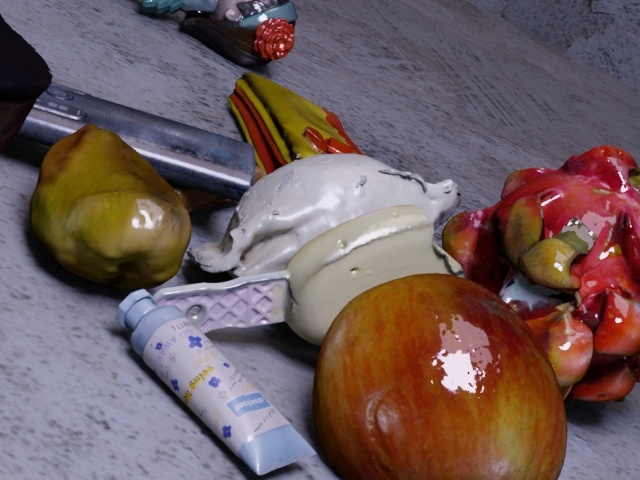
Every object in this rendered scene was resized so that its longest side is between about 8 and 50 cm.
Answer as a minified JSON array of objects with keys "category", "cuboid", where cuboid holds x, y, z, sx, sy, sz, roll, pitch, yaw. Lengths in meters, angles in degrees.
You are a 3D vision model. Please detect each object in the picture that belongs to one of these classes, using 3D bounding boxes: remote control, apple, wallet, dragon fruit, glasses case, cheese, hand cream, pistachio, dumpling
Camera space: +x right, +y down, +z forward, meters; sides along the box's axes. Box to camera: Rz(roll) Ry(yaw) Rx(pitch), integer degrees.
[{"category":"remote control","cuboid":[-0.239,-0.111,1.193,0.377,0.044,0.107,17,14,-10]},{"category":"apple","cuboid":[0.091,0.118,1.021,0.195,0.160,0.173,10,48,-27]},{"category":"wallet","cuboid":[-0.009,-0.104,1.520,0.141,0.067,0.241,20,21,-27]},{"category":"dragon fruit","cuboid":[0.237,0.040,1.270,0.243,0.227,0.307,17,25,-18]},{"category":"glasses case","cuboid":[-0.117,-0.050,1.279,0.064,0.041,0.170,25,17,18]},{"category":"cheese","cuboid":[-0.007,0.038,1.079,0.255,0.127,0.050,-6,31,-24]},{"category":"hand cream","cuboid":[-0.079,0.099,0.974,0.170,0.043,0.065,43,30,24]},{"category":"pistachio","cuboid":[-0.159,-0.017,1.075,0.110,0.100,0.189,42,0,-37]},{"category":"dumpling","cuboid":[0.000,0.000,1.194,0.247,0.142,0.172,-11,2,-22]}]

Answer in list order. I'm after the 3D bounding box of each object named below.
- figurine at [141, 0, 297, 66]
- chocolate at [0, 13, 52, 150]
[{"category":"figurine","cuboid":[-0.144,-0.299,1.765,0.245,0.110,0.138,24,30,-4]},{"category":"chocolate","cuboid":[-0.334,-0.099,0.908,0.283,0.186,0.283,31,11,-7]}]
